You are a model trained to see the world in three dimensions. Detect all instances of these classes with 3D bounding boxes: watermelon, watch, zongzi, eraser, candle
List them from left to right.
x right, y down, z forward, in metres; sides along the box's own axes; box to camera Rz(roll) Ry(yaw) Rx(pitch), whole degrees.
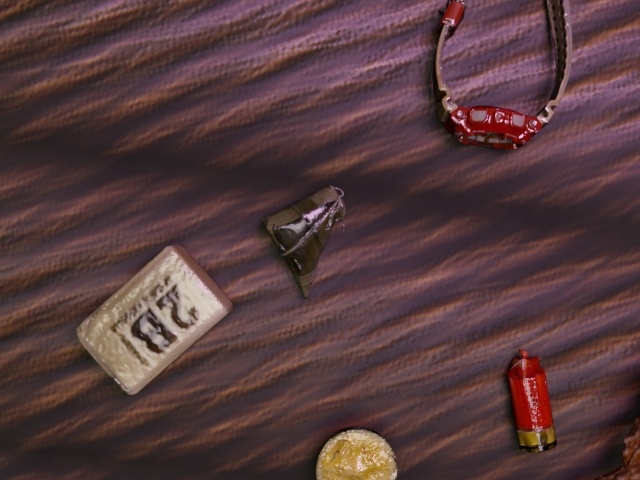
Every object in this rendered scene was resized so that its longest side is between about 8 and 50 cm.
[{"bbox_3d":[-0.212,0.101,0.979,0.172,0.058,0.117,-41,93,3],"label":"eraser"},{"bbox_3d":[0.000,0.000,0.980,0.109,0.055,0.119,-29,105,0],"label":"zongzi"},{"bbox_3d":[0.045,0.285,0.990,0.106,0.062,0.105,0,101,-2],"label":"watermelon"},{"bbox_3d":[0.222,-0.247,0.950,0.165,0.102,0.268,-1,86,1],"label":"watch"},{"bbox_3d":[0.270,0.204,0.992,0.052,0.052,0.130,-11,92,1],"label":"candle"}]

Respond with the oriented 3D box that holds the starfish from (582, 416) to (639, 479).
[{"bbox_3d":[0.503,0.203,0.899,0.132,0.384,0.398,47,69,-34],"label":"starfish"}]
